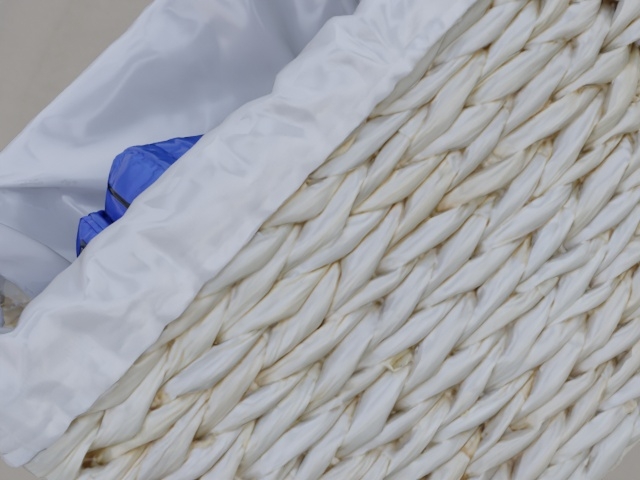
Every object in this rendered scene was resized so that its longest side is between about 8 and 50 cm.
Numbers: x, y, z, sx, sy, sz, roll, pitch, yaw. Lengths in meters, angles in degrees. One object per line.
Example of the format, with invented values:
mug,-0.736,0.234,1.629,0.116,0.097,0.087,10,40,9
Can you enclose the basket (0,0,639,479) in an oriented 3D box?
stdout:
basket,0.000,0.000,0.608,0.331,0.266,0.328,-44,23,-5

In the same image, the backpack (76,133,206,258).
backpack,-0.075,0.008,0.607,0.101,0.120,0.098,-11,29,-36
